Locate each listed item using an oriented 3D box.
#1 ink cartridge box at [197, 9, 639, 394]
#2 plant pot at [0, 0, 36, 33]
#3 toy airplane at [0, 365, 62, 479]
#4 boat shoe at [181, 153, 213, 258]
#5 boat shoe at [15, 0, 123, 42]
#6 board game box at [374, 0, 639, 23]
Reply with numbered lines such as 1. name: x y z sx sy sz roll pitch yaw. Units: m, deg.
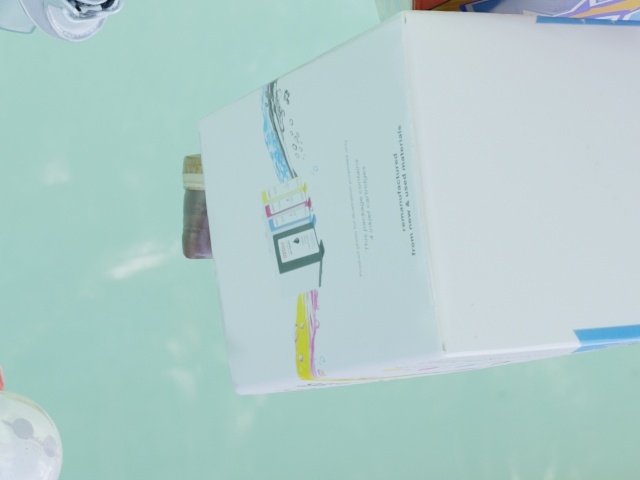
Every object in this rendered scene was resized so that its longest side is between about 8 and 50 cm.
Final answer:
1. ink cartridge box: 0.063 -0.012 0.882 0.171 0.168 0.232 -3 173 -29
2. plant pot: -0.398 -0.335 1.786 0.234 0.165 0.165 32 87 -52
3. toy airplane: -0.288 0.202 1.078 0.272 0.384 0.386 -34 165 22
4. boat shoe: 0.000 0.000 1.599 0.123 0.123 0.342 2 173 45
5. boat shoe: -0.175 -0.194 1.124 0.079 0.081 0.227 -22 157 -14
6. board game box: 0.176 -0.318 0.940 0.356 0.356 0.356 -14 174 1
